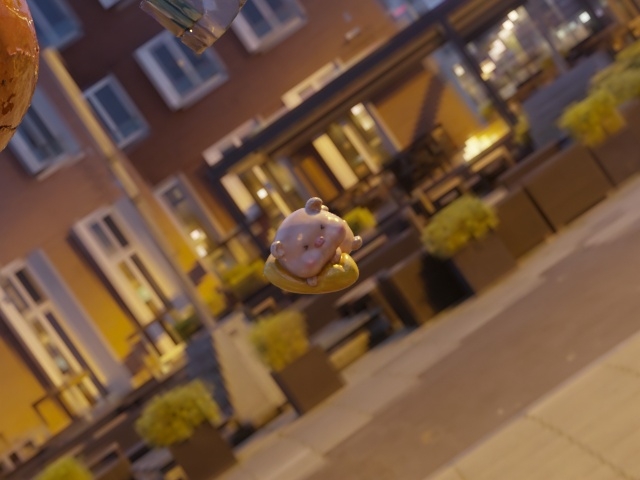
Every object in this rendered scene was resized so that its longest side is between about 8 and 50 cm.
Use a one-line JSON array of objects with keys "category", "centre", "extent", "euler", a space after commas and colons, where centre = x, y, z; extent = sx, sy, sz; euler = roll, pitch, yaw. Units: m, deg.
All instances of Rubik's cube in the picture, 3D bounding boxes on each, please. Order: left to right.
[{"category": "Rubik's cube", "centre": [-0.069, -0.156, 0.828], "extent": [0.075, 0.073, 0.084], "euler": [-39, 20, 56]}]

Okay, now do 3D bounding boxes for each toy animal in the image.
[{"category": "toy animal", "centre": [0.000, 0.000, 1.493], "extent": [0.114, 0.091, 0.082], "euler": [-45, -33, -37]}]

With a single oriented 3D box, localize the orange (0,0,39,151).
[{"category": "orange", "centre": [-0.353, -0.148, 1.216], "extent": [0.246, 0.246, 0.246], "euler": [-35, 1, 1]}]
